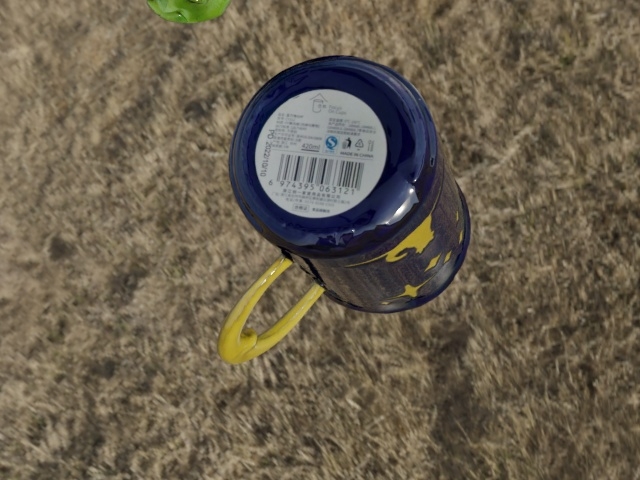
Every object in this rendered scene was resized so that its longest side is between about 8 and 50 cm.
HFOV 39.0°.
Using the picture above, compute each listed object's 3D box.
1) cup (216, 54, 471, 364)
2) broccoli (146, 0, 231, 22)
[{"bbox_3d":[0.022,0.000,0.780,0.178,0.256,0.255,12,81,16],"label":"cup"},{"bbox_3d":[-0.136,-0.326,0.808,0.297,0.297,0.298,3,47,-4],"label":"broccoli"}]
